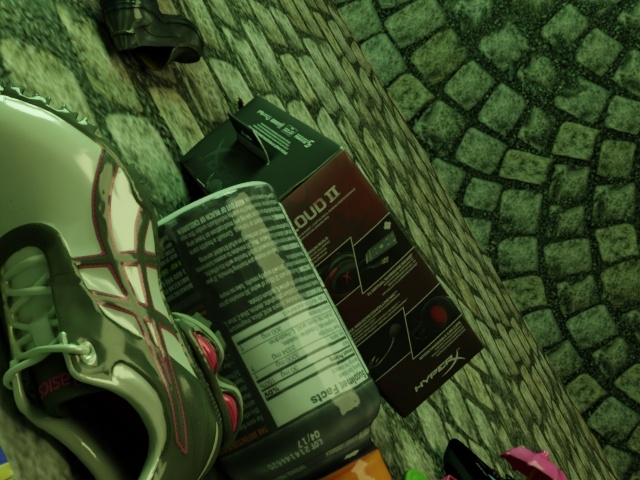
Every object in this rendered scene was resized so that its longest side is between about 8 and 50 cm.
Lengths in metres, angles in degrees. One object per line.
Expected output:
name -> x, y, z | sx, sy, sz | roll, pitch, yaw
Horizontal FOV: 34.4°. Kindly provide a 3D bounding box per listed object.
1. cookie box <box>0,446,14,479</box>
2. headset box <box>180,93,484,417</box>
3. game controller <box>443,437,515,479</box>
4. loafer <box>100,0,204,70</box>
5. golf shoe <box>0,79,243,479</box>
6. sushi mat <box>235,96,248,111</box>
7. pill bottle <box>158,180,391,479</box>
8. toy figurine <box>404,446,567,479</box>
cookie box -> -0.193, 0.074, 0.449 | 0.107, 0.040, 0.092 | 63, 13, 5
headset box -> 0.000, 0.000, 0.988 | 0.293, 0.110, 0.218 | 52, -6, -29
game controller -> 0.256, 0.362, 1.252 | 0.166, 0.067, 0.319 | 54, -2, -31
loafer -> -0.170, -0.202, 1.056 | 0.170, 0.062, 0.061 | 14, 70, -66
golf shoe -> -0.141, 0.033, 0.599 | 0.273, 0.105, 0.120 | 58, 22, -10
sushi mat -> -0.017, -0.077, 1.400 | 0.316, 0.019, 0.151 | 33, 30, -61
pill bottle -> -0.040, 0.091, 0.769 | 0.246, 0.130, 0.130 | 63, 14, 6
toy figurine -> 0.198, 0.299, 1.129 | 0.130, 0.159, 0.173 | 43, 24, -51
